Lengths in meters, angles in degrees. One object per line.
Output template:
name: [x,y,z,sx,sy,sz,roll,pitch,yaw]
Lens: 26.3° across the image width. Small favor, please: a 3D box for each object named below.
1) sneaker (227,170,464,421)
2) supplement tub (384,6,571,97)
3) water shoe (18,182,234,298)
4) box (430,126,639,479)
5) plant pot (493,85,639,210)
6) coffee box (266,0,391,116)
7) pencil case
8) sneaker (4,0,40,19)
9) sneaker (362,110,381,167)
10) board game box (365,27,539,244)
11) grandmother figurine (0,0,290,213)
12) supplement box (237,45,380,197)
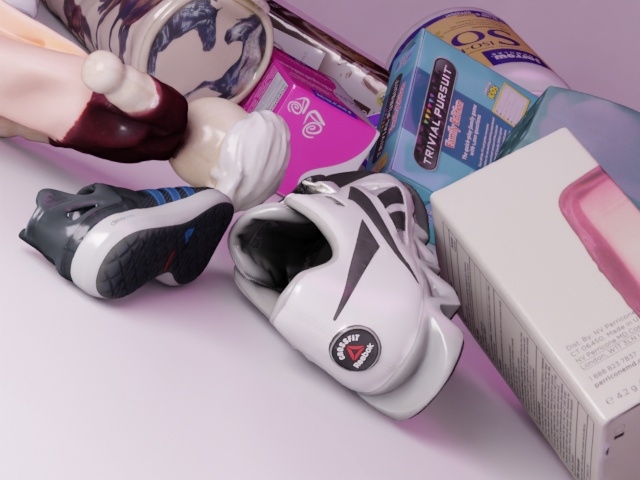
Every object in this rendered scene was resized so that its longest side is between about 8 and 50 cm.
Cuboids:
sneaker: [0.000,0.000,1.019,0.146,0.122,0.330,29,11,-18]
supplement tub: [0.250,-0.189,2.072,0.241,0.241,0.331,25,20,-29]
water shoe: [-0.121,-0.015,0.901,0.080,0.073,0.203,31,11,12]
box: [0.197,0.056,1.029,0.232,0.127,0.148,57,-11,34]
plant pot: [0.320,-0.056,1.579,0.234,0.165,0.165,32,48,-4]
coffee box: [-0.012,-0.234,1.942,0.297,0.118,0.168,32,13,1]
pencil case: [-0.198,-0.280,1.522,0.160,0.183,0.410,18,18,-39]
sneaker: [-0.372,-0.319,1.407,0.281,0.115,0.105,39,14,34]
sneaker: [0.168,-0.074,1.786,0.293,0.102,0.146,30,17,2]
board game box: [0.227,-0.078,1.691,0.336,0.079,0.253,28,49,-14]
grandmother figurine: [-0.171,-0.103,0.963,0.342,0.104,0.208,20,-3,-27]
supplement box: [-0.032,-0.126,1.480,0.111,0.114,0.220,28,14,-22]
